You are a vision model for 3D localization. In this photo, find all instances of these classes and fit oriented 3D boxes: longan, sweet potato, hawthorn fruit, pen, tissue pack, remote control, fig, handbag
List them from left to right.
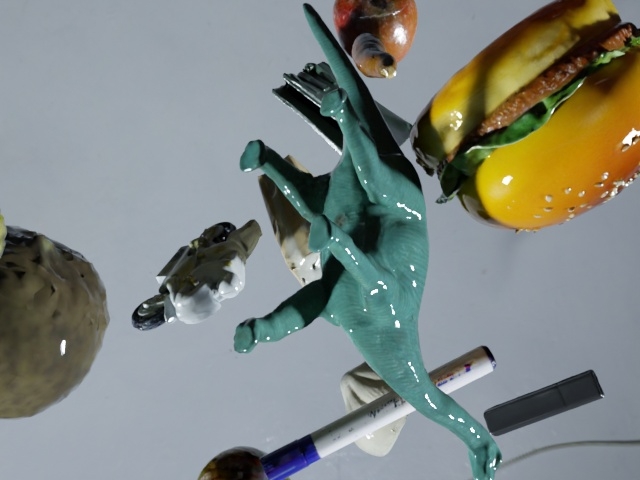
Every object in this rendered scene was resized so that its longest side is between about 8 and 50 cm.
[{"bbox_3d":[-0.609,0.157,1.649,0.391,0.391,0.391,1,82,-6],"label":"longan"},{"bbox_3d":[-0.148,0.366,1.127,0.245,0.149,0.149,-22,83,30],"label":"fig"},{"bbox_3d":[0.000,0.000,1.234,0.090,0.186,0.222,-36,42,11],"label":"tissue pack"},{"bbox_3d":[0.045,-0.243,1.597,0.260,0.247,0.079,37,113,5],"label":"handbag"},{"bbox_3d":[0.079,-0.280,1.277,0.057,0.265,0.057,-2,115,-4],"label":"sweet potato"},{"bbox_3d":[0.110,-0.423,1.618,0.172,0.173,0.173,1,82,-6],"label":"hawthorn fruit"},{"bbox_3d":[0.061,0.183,0.871,0.269,0.033,0.033,-26,85,-1],"label":"pen"},{"bbox_3d":[0.448,0.331,1.678,0.245,0.025,0.063,-28,70,23],"label":"remote control"}]

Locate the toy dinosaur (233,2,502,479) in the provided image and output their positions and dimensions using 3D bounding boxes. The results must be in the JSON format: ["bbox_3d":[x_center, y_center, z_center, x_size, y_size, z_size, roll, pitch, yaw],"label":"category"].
[{"bbox_3d":[0.080,0.014,0.783,0.331,0.129,0.384,27,61,-40],"label":"toy dinosaur"}]

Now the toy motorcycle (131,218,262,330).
[{"bbox_3d":[-0.160,0.047,1.157,0.229,0.151,0.074,-51,127,-39],"label":"toy motorcycle"}]

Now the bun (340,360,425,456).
[{"bbox_3d":[0.068,0.197,1.050,0.094,0.138,0.138,24,80,2],"label":"bun"}]

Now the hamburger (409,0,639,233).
[{"bbox_3d":[0.210,-0.101,0.769,0.246,0.246,0.170,-38,82,-9],"label":"hamburger"}]

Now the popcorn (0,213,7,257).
[{"bbox_3d":[-0.475,-0.021,0.966,0.173,0.225,0.286,-39,43,12],"label":"popcorn"}]
